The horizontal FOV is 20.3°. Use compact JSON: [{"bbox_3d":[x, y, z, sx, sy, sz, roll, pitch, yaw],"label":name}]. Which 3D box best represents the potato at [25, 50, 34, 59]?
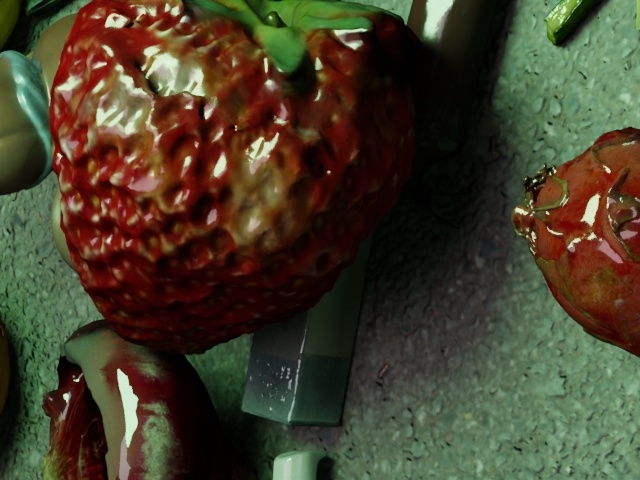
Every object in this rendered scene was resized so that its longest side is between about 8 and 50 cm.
[{"bbox_3d":[-0.273,-0.143,1.808,0.147,0.112,0.112,-3,82,50],"label":"potato"}]

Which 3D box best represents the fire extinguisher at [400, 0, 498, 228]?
[{"bbox_3d":[0.109,-0.149,1.478,0.089,0.072,0.268,14,95,4],"label":"fire extinguisher"}]

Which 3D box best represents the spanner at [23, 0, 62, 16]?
[{"bbox_3d":[-0.203,-0.338,1.814,0.325,0.040,0.096,-42,57,29],"label":"spanner"}]

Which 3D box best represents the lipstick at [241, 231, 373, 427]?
[{"bbox_3d":[0.000,0.000,1.553,0.066,0.068,0.317,11,91,44],"label":"lipstick"}]

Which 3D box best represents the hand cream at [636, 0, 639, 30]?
[{"bbox_3d":[0.278,-0.181,1.353,0.102,0.022,0.035,0,88,48],"label":"hand cream"}]

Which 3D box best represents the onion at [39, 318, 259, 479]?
[{"bbox_3d":[-0.151,0.201,1.602,0.272,0.195,0.272,-177,90,-71],"label":"onion"}]

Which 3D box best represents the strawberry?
[{"bbox_3d":[-0.080,-0.051,1.402,0.291,0.291,0.310,13,93,43],"label":"strawberry"}]

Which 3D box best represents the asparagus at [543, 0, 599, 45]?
[{"bbox_3d":[0.213,-0.198,1.415,0.108,0.021,0.025,-48,54,27],"label":"asparagus"}]

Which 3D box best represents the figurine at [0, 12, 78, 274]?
[{"bbox_3d":[-0.154,-0.176,1.623,0.276,0.248,0.388,36,113,15],"label":"figurine"}]

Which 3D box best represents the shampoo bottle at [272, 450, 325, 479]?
[{"bbox_3d":[-0.024,0.277,1.531,0.074,0.074,0.192,-7,79,42],"label":"shampoo bottle"}]

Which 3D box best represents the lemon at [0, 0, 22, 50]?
[{"bbox_3d":[-0.470,-0.293,1.874,0.336,0.336,0.336,-8,79,42],"label":"lemon"}]

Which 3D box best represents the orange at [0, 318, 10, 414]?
[{"bbox_3d":[-0.436,0.134,1.834,0.246,0.246,0.246,-8,79,42],"label":"orange"}]

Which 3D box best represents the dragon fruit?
[{"bbox_3d":[0.242,-0.002,1.261,0.209,0.172,0.172,-1,83,42],"label":"dragon fruit"}]
